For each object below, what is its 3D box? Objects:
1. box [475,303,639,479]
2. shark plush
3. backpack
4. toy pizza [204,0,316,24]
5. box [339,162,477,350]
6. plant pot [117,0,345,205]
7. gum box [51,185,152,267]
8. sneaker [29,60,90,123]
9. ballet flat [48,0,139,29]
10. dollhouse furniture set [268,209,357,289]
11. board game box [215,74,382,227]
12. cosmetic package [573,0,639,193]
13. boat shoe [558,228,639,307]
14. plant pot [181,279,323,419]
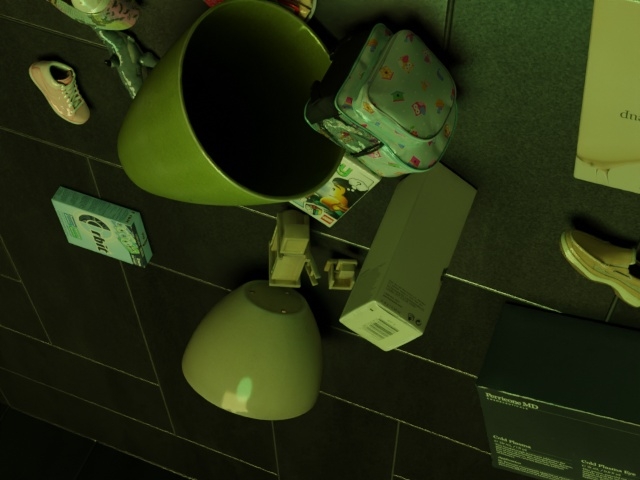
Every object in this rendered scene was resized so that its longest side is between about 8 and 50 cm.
[{"bbox_3d":[0.472,0.296,1.844,0.343,0.179,0.313,11,147,23],"label":"box"},{"bbox_3d":[-0.310,-0.291,1.638,0.073,0.067,0.161,7,145,29],"label":"shark plush"},{"bbox_3d":[0.099,-0.179,1.412,0.144,0.166,0.188,-6,140,48],"label":"backpack"},{"bbox_3d":[-0.101,-0.350,1.427,0.201,0.032,0.201,19,148,12],"label":"toy pizza"},{"bbox_3d":[0.134,0.021,1.579,0.094,0.275,0.113,34,149,-14],"label":"box"},{"bbox_3d":[-0.156,-0.159,1.486,0.275,0.275,0.293,41,147,-24],"label":"plant pot"},{"bbox_3d":[-0.448,-0.026,2.169,0.184,0.041,0.157,18,148,14],"label":"gum box"},{"bbox_3d":[-0.435,-0.254,1.802,0.070,0.051,0.134,-2,135,47],"label":"sneaker"},{"bbox_3d":[-0.371,-0.377,1.540,0.221,0.077,0.079,28,168,3],"label":"ballet flat"},{"bbox_3d":[0.000,0.000,1.864,0.160,0.101,0.182,4,151,-11],"label":"dollhouse furniture set"},{"bbox_3d":[-0.063,-0.153,1.679,0.305,0.053,0.193,32,148,-9],"label":"board game box"},{"bbox_3d":[0.394,-0.192,1.225,0.160,0.113,0.309,14,147,19],"label":"cosmetic package"},{"bbox_3d":[0.444,0.030,1.584,0.190,0.068,0.072,29,138,-24],"label":"boat shoe"},{"bbox_3d":[-0.113,0.191,2.077,0.284,0.284,0.191,22,114,7],"label":"plant pot"}]
